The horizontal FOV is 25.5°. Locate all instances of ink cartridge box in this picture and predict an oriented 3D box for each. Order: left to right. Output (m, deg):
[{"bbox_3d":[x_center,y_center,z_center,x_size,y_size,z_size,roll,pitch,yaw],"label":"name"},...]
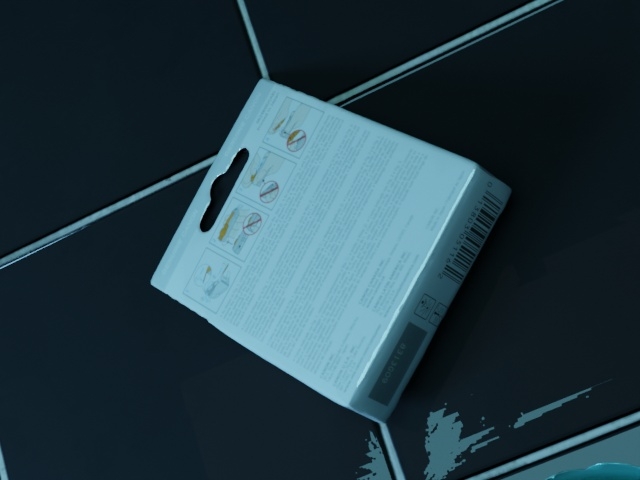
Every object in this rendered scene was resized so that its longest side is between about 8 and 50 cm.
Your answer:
[{"bbox_3d":[0.000,0.000,1.691,0.385,0.091,0.308,27,88,43],"label":"ink cartridge box"}]

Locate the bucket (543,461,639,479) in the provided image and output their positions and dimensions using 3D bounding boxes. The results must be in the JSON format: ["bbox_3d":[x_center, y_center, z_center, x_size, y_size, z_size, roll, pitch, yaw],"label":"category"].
[{"bbox_3d":[0.308,0.356,1.394,0.281,0.183,0.281,-6,74,20],"label":"bucket"}]
